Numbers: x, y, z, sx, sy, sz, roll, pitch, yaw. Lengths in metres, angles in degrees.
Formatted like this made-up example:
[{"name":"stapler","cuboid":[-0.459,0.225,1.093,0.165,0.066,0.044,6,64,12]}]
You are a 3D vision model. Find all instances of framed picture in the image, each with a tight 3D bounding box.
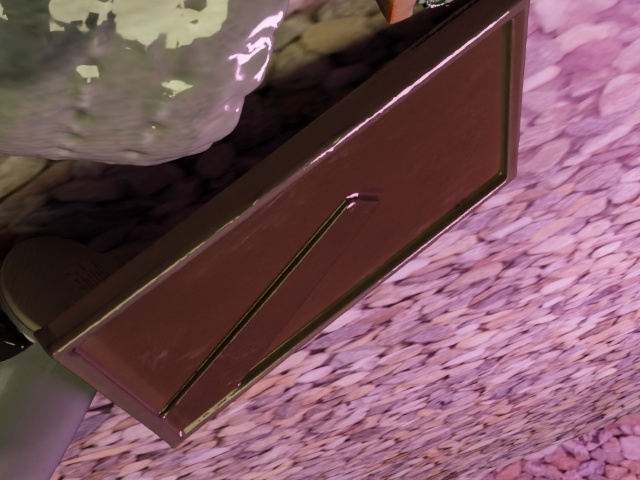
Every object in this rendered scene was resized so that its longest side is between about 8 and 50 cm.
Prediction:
[{"name":"framed picture","cuboid":[0.000,0.000,0.924,0.446,0.028,0.326,-37,157,-8]}]

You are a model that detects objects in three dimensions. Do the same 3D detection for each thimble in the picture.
[{"name":"thimble","cuboid":[-0.115,-0.137,0.461,0.172,0.204,0.250,5,176,-25]}]

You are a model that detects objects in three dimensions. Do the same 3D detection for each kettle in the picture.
[{"name":"kettle","cuboid":[-0.245,0.107,0.948,0.211,0.160,0.243,-21,156,-54]}]

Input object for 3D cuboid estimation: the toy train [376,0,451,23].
[{"name":"toy train","cuboid":[0.101,-0.206,0.671,0.188,0.072,0.099,-24,168,-8]}]
